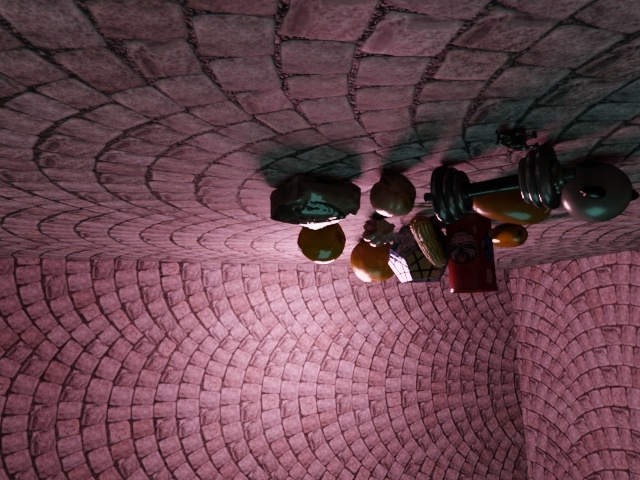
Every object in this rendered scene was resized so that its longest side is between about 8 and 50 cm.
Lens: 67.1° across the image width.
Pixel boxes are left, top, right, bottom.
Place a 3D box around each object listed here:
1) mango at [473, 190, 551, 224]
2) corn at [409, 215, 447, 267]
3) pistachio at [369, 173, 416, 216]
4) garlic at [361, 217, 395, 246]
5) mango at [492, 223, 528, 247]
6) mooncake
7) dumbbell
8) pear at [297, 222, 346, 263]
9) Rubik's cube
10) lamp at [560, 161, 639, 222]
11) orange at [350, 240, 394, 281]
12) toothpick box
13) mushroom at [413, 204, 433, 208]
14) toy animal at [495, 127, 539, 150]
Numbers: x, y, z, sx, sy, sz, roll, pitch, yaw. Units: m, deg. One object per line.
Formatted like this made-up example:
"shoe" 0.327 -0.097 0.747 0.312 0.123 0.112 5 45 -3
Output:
"mango" 0.643 -0.123 1.628 0.255 0.139 0.175 3 177 12
"corn" 0.481 0.007 2.128 0.101 0.101 0.291 -10 129 40
"pistachio" 0.224 -0.135 1.505 0.144 0.143 0.215 0 -178 -6
"garlic" 0.233 -0.043 2.146 0.131 0.127 0.194 1 -170 -32
"mango" 0.899 -0.019 2.345 0.139 0.113 0.253 -5 177 -26
"mooncake" -0.022 -0.117 1.593 0.250 0.135 0.254 8 166 -29
"dumbbell" 0.484 -0.151 1.345 0.407 0.178 0.179 -7 169 35
"pear" 0.000 0.000 2.093 0.209 0.208 0.209 -1 170 0
"Rubik's cube" 0.487 0.069 2.353 0.264 0.318 0.319 -26 179 -20
"lamp" 0.802 -0.148 1.455 0.198 0.197 0.244 2 -167 -18
"orange" 0.301 0.115 2.689 0.280 0.234 0.279 2 177 0
"toothpick box" 0.665 0.062 2.141 0.205 0.332 0.204 -1 171 0
"mushroom" 0.497 -0.131 1.919 0.287 0.025 0.028 2 154 -8
"toy animal" 0.471 -0.245 1.175 0.136 0.047 0.065 0 180 -39
